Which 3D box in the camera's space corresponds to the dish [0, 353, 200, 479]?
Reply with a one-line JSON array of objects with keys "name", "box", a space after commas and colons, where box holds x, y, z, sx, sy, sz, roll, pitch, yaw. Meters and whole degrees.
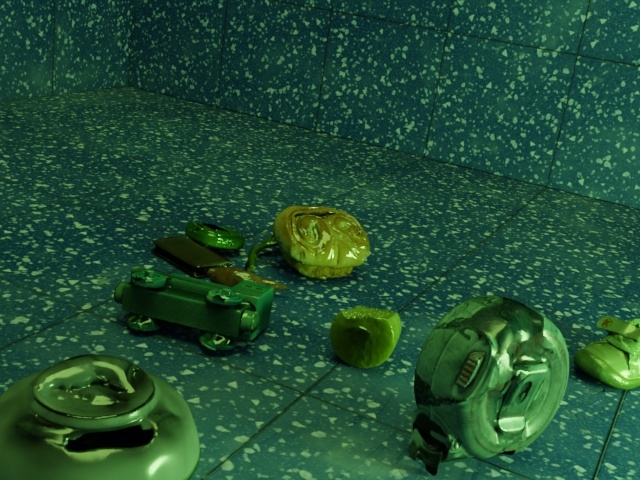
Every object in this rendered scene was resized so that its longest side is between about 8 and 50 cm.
[{"name": "dish", "box": [-0.335, 0.254, 1.250, 0.324, 0.124, 0.324, 7, 19, -2]}]

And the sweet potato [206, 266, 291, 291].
[{"name": "sweet potato", "box": [-0.160, 0.094, 1.896, 0.195, 0.056, 0.056, 13, 19, -1]}]

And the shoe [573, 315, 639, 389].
[{"name": "shoe", "box": [0.637, 0.227, 1.766, 0.262, 0.128, 0.140, 1, 7, -29]}]

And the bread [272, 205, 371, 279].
[{"name": "bread", "box": [-0.001, -0.002, 2.067, 0.236, 0.120, 0.198, 2, 38, -27]}]

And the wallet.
[{"name": "wallet", "box": [-0.310, 0.036, 2.024, 0.110, 0.031, 0.198, -11, 26, -42]}]

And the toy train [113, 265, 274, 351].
[{"name": "toy train", "box": [-0.249, 0.123, 1.686, 0.298, 0.120, 0.194, 13, 12, 13]}]

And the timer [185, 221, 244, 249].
[{"name": "timer", "box": [-0.264, -0.013, 2.123, 0.128, 0.047, 0.140, 9, 8, -36]}]

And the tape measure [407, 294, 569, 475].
[{"name": "tape measure", "box": [0.279, 0.230, 1.369, 0.256, 0.275, 0.147, 0, 16, -35]}]

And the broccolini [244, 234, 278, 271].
[{"name": "broccolini", "box": [-0.096, 0.031, 2.117, 0.123, 0.062, 0.271, 11, 26, 23]}]

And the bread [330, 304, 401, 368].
[{"name": "bread", "box": [0.091, 0.184, 1.650, 0.129, 0.111, 0.114, 13, 15, 19]}]
